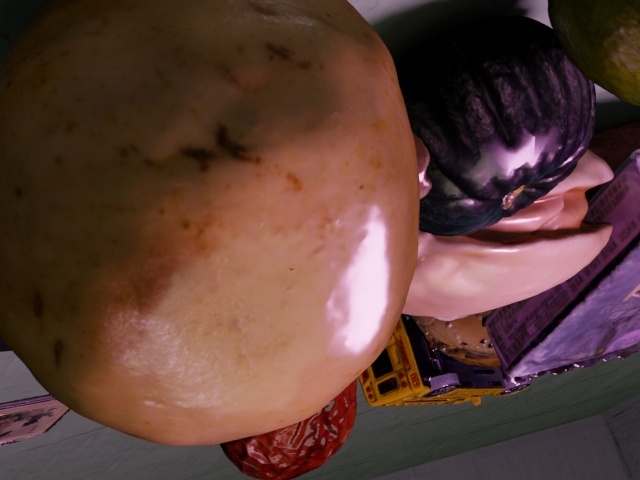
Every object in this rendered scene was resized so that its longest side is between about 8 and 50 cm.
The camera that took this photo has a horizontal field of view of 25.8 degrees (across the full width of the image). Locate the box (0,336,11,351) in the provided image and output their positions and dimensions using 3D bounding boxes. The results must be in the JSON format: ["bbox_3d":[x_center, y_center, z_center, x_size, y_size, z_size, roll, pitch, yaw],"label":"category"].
[{"bbox_3d":[-0.251,0.072,1.527,0.201,0.042,0.212,-3,157,-45],"label":"box"}]

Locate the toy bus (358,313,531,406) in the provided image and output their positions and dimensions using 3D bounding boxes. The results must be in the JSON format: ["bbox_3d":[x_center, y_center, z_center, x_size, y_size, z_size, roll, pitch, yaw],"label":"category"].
[{"bbox_3d":[0.199,0.191,2.244,0.151,0.145,0.331,-30,158,32],"label":"toy bus"}]

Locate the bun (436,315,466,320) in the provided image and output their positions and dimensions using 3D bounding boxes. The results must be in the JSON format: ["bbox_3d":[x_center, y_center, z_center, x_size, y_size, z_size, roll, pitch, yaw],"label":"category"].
[{"bbox_3d":[0.190,0.002,1.684,0.210,0.116,0.237,-30,159,3],"label":"bun"}]

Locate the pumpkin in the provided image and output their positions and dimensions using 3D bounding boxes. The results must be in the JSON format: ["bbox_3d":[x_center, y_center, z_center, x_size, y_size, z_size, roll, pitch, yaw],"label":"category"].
[{"bbox_3d":[0.137,-0.102,1.233,0.220,0.162,0.220,-28,170,-5],"label":"pumpkin"}]

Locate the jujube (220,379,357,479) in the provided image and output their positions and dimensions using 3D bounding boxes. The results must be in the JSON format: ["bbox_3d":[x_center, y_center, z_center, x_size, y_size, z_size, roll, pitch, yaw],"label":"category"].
[{"bbox_3d":[-0.047,0.234,2.031,0.197,0.197,0.290,-8,145,-34],"label":"jujube"}]

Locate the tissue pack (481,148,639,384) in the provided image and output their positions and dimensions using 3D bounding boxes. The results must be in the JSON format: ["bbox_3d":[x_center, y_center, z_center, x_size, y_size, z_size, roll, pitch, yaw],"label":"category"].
[{"bbox_3d":[0.377,0.019,1.646,0.259,0.122,0.361,-10,153,-33],"label":"tissue pack"}]

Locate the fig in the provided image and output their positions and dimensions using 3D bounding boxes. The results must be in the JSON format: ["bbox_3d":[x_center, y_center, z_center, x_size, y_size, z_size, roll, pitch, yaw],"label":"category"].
[{"bbox_3d":[0.304,-0.160,1.103,0.203,0.235,0.203,-23,156,-11],"label":"fig"}]

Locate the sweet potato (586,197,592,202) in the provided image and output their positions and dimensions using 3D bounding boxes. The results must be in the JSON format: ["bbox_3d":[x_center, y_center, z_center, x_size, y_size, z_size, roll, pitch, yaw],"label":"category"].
[{"bbox_3d":[0.336,-0.057,1.784,0.069,0.059,0.249,11,143,-38],"label":"sweet potato"}]

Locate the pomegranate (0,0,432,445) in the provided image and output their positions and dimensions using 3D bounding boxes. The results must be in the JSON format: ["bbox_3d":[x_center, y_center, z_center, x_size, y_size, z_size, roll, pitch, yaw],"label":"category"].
[{"bbox_3d":[-0.074,-0.029,0.937,0.332,0.332,0.332,-19,163,-6],"label":"pomegranate"}]

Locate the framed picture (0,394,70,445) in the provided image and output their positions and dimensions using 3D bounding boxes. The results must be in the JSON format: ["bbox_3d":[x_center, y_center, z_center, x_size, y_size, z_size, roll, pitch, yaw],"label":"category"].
[{"bbox_3d":[-0.434,0.256,1.941,0.199,0.010,0.195,-8,159,-36],"label":"framed picture"}]

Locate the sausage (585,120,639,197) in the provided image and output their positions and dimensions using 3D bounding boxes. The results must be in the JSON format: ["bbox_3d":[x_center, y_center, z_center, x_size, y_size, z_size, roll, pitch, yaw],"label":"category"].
[{"bbox_3d":[0.409,-0.115,1.643,0.326,0.079,0.087,-17,-179,-10],"label":"sausage"}]

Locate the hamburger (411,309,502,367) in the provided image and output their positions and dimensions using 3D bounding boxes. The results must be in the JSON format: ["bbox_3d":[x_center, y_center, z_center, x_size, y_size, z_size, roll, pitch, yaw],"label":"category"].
[{"bbox_3d":[0.256,0.086,1.933,0.288,0.192,0.167,-23,153,7],"label":"hamburger"}]

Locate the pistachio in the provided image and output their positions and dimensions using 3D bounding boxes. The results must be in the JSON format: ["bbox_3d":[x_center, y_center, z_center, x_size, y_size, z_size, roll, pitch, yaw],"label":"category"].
[{"bbox_3d":[0.160,-0.022,1.444,0.318,0.193,0.214,-5,-172,-23],"label":"pistachio"}]
